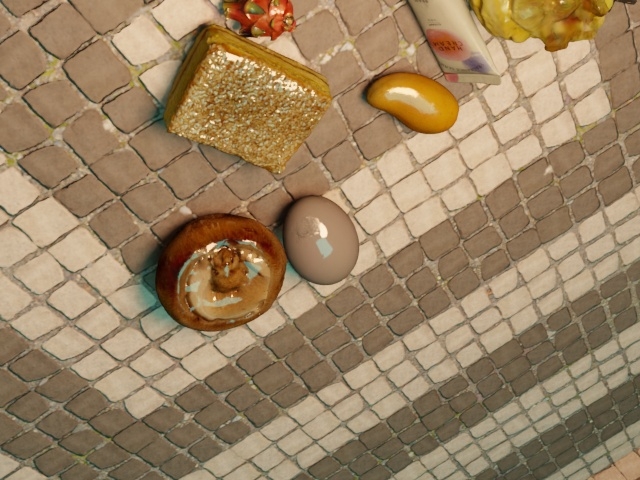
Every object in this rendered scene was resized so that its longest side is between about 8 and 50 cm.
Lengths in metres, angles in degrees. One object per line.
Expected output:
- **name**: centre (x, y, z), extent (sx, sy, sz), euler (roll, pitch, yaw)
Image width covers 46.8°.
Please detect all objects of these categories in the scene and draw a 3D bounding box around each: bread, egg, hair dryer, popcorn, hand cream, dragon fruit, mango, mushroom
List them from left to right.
- **mushroom**: centre (-0.186, 0.063, 1.410), extent (0.253, 0.153, 0.253), euler (-10, 126, -14)
- **bread**: centre (-0.123, -0.236, 1.242), extent (0.234, 0.110, 0.184), euler (20, 119, -31)
- **dragon fruit**: centre (-0.098, -0.361, 1.174), extent (0.116, 0.081, 0.086), euler (-3, 132, 10)
- **egg**: centre (0.000, 0.000, 1.443), extent (0.146, 0.146, 0.198), euler (-21, 124, -6)
- **mango**: centre (0.172, -0.257, 1.362), extent (0.184, 0.085, 0.102), euler (19, 121, -21)
- **hand cream**: centre (0.201, -0.389, 1.253), extent (0.077, 0.124, 0.340), euler (-55, 132, -20)
- **popcorn**: centre (0.363, -0.452, 1.190), extent (0.293, 0.237, 0.293), euler (-10, 131, -11)
- **hair dryer**: centre (0.571, -0.459, 1.412), extent (0.083, 0.026, 0.047), euler (-3, 129, -29)
